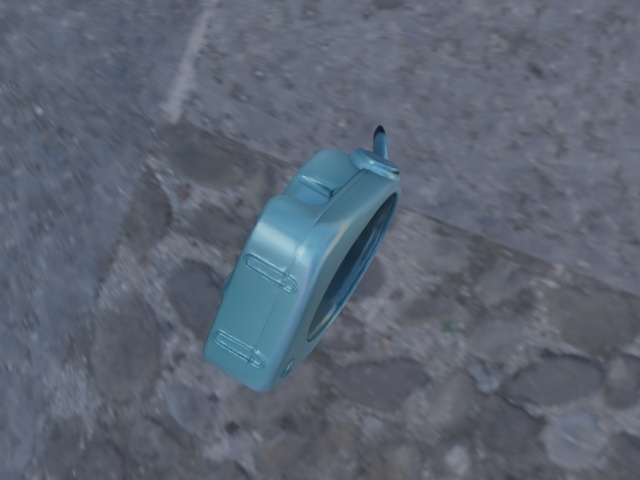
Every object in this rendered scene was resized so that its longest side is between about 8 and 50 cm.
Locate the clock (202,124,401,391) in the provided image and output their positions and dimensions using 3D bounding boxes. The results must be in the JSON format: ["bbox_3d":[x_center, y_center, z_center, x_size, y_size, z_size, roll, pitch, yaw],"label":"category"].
[{"bbox_3d":[0.001,0.001,0.887,0.045,0.147,0.108,31,127,9],"label":"clock"}]
